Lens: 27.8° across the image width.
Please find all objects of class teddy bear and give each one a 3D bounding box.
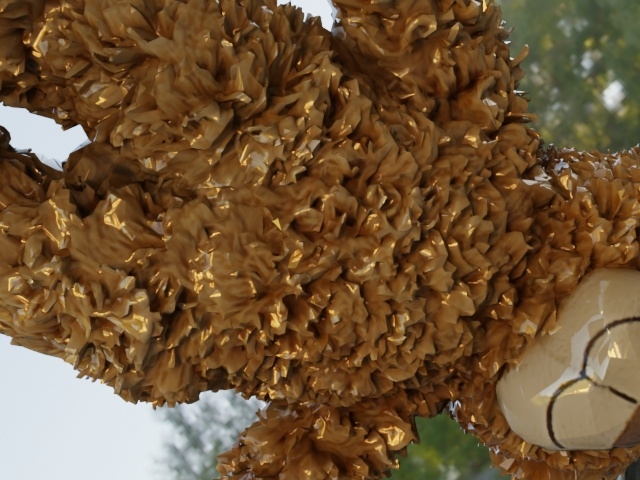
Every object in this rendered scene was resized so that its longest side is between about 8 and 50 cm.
[{"bbox_3d":[0.000,0.000,0.441,0.245,0.338,0.113,-54,15,-7],"label":"teddy bear"}]

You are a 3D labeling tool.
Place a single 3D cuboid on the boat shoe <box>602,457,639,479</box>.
[{"bbox_3d":[0.195,0.151,0.846,0.119,0.335,0.121,-6,-15,19],"label":"boat shoe"}]
